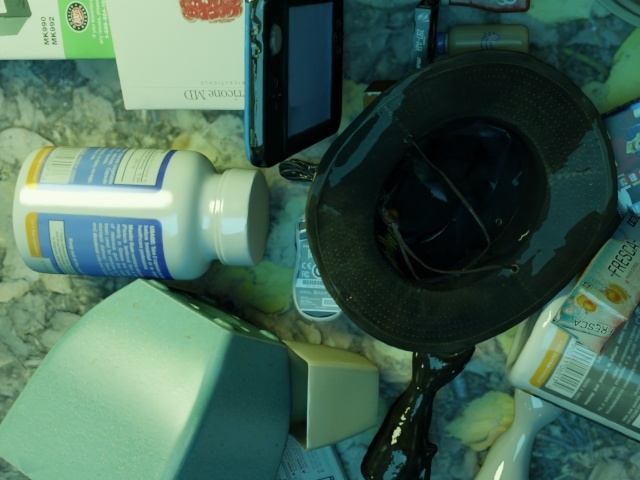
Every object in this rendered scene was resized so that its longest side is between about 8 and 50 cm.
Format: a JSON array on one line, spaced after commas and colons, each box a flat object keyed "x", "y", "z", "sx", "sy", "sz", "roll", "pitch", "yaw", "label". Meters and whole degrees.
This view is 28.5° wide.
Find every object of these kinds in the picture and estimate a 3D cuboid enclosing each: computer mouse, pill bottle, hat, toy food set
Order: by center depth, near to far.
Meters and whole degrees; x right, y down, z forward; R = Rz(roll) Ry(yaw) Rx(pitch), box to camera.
[{"x": 0.139, "y": -0.051, "z": 1.330, "sx": 0.331, "sy": 0.134, "sz": 0.331, "roll": -3, "pitch": 110, "yaw": -7, "label": "hat"}, {"x": 0.168, "y": -0.267, "z": 1.332, "sx": 0.104, "sy": 0.111, "sz": 0.232, "roll": 1, "pitch": 111, "yaw": 11, "label": "toy food set"}, {"x": 0.361, "y": 0.141, "z": 1.403, "sx": 0.278, "sy": 0.162, "sz": 0.162, "roll": 24, "pitch": 111, "yaw": 2, "label": "pill bottle"}, {"x": -0.203, "y": -0.031, "z": 1.463, "sx": 0.272, "sy": 0.152, "sz": 0.152, "roll": 3, "pitch": 108, "yaw": 10, "label": "pill bottle"}, {"x": 0.000, "y": 0.000, "z": 1.493, "sx": 0.106, "sy": 0.042, "sz": 0.193, "roll": 4, "pitch": 103, "yaw": 5, "label": "computer mouse"}]

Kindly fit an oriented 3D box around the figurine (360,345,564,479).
[{"x": 0.181, "y": 0.222, "z": 1.508, "sx": 0.215, "sy": 0.092, "sz": 0.209, "roll": 20, "pitch": 106, "yaw": 3, "label": "figurine"}]

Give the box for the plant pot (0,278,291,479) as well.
[{"x": -0.176, "y": 0.190, "z": 1.461, "sx": 0.247, "sy": 0.248, "sz": 0.252, "roll": 27, "pitch": 92, "yaw": 29, "label": "plant pot"}]

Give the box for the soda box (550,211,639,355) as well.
[{"x": 0.305, "y": 0.043, "z": 1.308, "sx": 0.063, "sy": 0.183, "sz": 0.058, "roll": 36, "pitch": 127, "yaw": 10, "label": "soda box"}]

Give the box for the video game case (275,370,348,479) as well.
[{"x": -0.074, "y": 0.283, "z": 1.608, "sx": 0.193, "sy": 0.023, "sz": 0.212, "roll": -18, "pitch": 104, "yaw": 16, "label": "video game case"}]

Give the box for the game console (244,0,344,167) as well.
[{"x": 0.047, "y": -0.209, "z": 1.227, "sx": 0.173, "sy": 0.293, "sz": 0.250, "roll": 4, "pitch": 103, "yaw": 15, "label": "game console"}]

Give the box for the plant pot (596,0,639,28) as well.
[{"x": 0.377, "y": -0.329, "z": 1.168, "sx": 0.334, "sy": 0.305, "sz": 0.334, "roll": 3, "pitch": 108, "yaw": 10, "label": "plant pot"}]

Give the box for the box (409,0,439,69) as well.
[{"x": 0.113, "y": -0.226, "z": 1.372, "sx": 0.018, "sy": 0.083, "sz": 0.067, "roll": 7, "pitch": 108, "yaw": 9, "label": "box"}]

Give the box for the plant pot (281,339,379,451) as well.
[{"x": 0.013, "y": 0.181, "z": 1.508, "sx": 0.096, "sy": 0.109, "sz": 0.109, "roll": -2, "pitch": 101, "yaw": -19, "label": "plant pot"}]

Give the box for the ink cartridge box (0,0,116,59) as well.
[{"x": -0.336, "y": -0.308, "z": 1.398, "sx": 0.289, "sy": 0.121, "sz": 0.211, "roll": 1, "pitch": 107, "yaw": 18, "label": "ink cartridge box"}]

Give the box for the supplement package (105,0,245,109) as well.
[{"x": -0.116, "y": -0.299, "z": 1.314, "sx": 0.177, "sy": 0.175, "sz": 0.293, "roll": 2, "pitch": 116, "yaw": 20, "label": "supplement package"}]

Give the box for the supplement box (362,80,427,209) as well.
[{"x": 0.088, "y": -0.061, "z": 1.435, "sx": 0.080, "sy": 0.078, "sz": 0.233, "roll": 1, "pitch": 107, "yaw": 11, "label": "supplement box"}]

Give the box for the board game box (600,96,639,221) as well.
[{"x": 0.408, "y": -0.084, "z": 1.373, "sx": 0.194, "sy": 0.060, "sz": 0.194, "roll": -25, "pitch": 101, "yaw": 17, "label": "board game box"}]
